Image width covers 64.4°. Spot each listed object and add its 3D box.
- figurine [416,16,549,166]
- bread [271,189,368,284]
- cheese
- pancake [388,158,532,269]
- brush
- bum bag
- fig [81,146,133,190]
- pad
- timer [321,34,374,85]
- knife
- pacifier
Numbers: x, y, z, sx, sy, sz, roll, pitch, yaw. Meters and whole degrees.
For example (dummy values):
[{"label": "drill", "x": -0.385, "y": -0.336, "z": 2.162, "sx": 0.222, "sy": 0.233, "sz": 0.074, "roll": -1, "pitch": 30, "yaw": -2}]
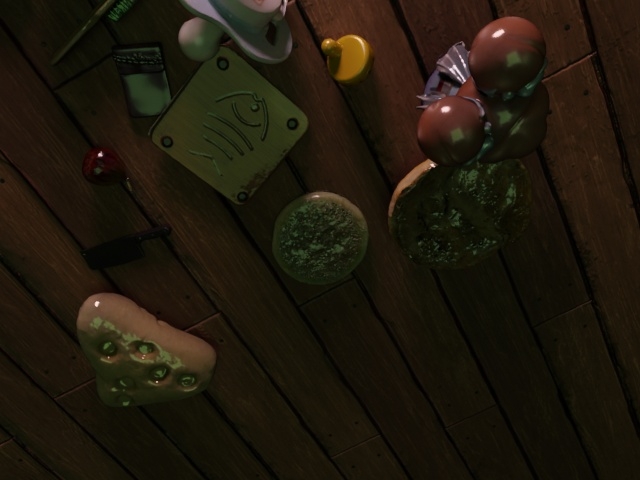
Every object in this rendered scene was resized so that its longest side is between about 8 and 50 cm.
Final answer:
[{"label": "figurine", "x": 0.322, "y": -0.288, "z": 1.028, "sx": 0.248, "sy": 0.388, "sz": 0.277, "roll": 26, "pitch": 111, "yaw": -15}, {"label": "bread", "x": 0.000, "y": 0.000, "z": 1.321, "sx": 0.266, "sy": 0.040, "sz": 0.267, "roll": -2, "pitch": 114, "yaw": -4}, {"label": "cheese", "x": -0.451, "y": 0.287, "z": 1.361, "sx": 0.327, "sy": 0.130, "sz": 0.352, "roll": -3, "pitch": 116, "yaw": -1}, {"label": "pancake", "x": 0.350, "y": -0.075, "z": 1.276, "sx": 0.386, "sy": 0.082, "sz": 0.387, "roll": -4, "pitch": 130, "yaw": -5}, {"label": "brush", "x": -0.461, "y": -0.462, "z": 1.063, "sx": 0.282, "sy": 0.054, "sz": 0.048, "roll": -38, "pitch": 131, "yaw": 12}, {"label": "bum bag", "x": -0.392, "y": -0.355, "z": 1.131, "sx": 0.109, "sy": 0.026, "sz": 0.160, "roll": -8, "pitch": 115, "yaw": -3}, {"label": "fig", "x": -0.489, "y": -0.162, "z": 1.190, "sx": 0.089, "sy": 0.089, "sz": 0.125, "roll": -46, "pitch": 136, "yaw": 15}, {"label": "pad", "x": -0.208, "y": -0.261, "z": 1.187, "sx": 0.286, "sy": 0.018, "sz": 0.284, "roll": 37, "pitch": 102, "yaw": -22}, {"label": "timer", "x": 0.060, "y": -0.396, "z": 1.108, "sx": 0.107, "sy": 0.109, "sz": 0.107, "roll": 0, "pitch": 91, "yaw": 31}, {"label": "knife", "x": -0.488, "y": 0.020, "z": 1.300, "sx": 0.245, "sy": 0.019, "sz": 0.072, "roll": -17, "pitch": 119, "yaw": 6}, {"label": "pacifier", "x": -0.202, "y": -0.457, "z": 1.022, "sx": 0.299, "sy": 0.244, "sz": 0.233, "roll": 31, "pitch": 133, "yaw": -32}]
